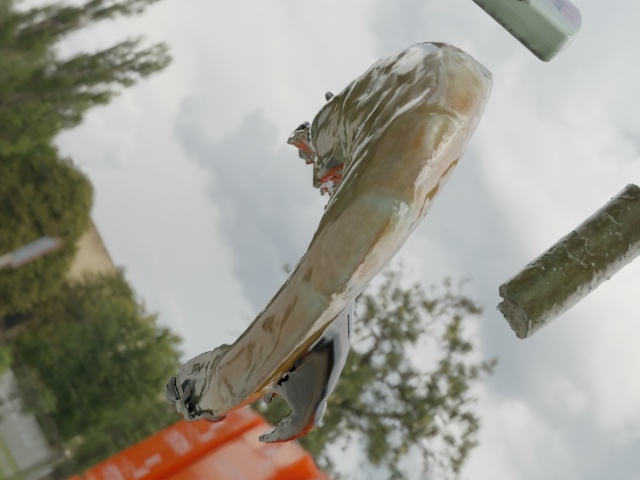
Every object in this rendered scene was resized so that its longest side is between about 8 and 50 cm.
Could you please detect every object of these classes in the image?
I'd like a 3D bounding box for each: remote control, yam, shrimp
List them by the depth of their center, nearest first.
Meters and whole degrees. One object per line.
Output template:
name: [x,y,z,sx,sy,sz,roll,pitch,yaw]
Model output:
shrimp: [0.000,0.000,0.433,0.046,0.152,0.219,31,2,-10]
remote control: [0.149,-0.332,1.333,0.344,0.050,0.145,40,28,-4]
yam: [0.362,0.032,1.701,0.093,0.259,0.093,53,-5,6]
